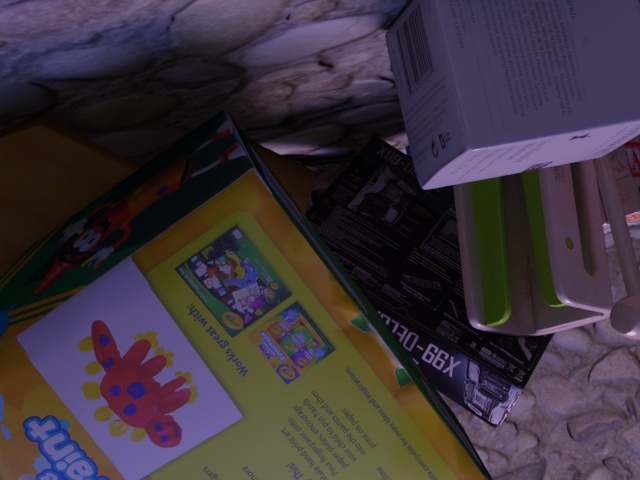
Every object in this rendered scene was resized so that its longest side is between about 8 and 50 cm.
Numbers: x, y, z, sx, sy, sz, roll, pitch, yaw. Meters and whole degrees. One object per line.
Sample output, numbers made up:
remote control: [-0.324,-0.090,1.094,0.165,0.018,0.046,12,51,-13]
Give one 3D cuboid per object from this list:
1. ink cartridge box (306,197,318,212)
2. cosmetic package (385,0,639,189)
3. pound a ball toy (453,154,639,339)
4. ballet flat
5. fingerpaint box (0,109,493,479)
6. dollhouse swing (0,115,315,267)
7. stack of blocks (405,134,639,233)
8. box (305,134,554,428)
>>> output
ink cartridge box: [0.000,0.000,1.834,0.193,0.088,0.234,-6,-164,-15]
cosmetic package: [0.174,-0.145,1.239,0.183,0.152,0.151,-10,172,-13]
pound a ball toy: [0.261,-0.031,1.492,0.208,0.319,0.135,-20,158,41]
ballet flat: [-0.025,-0.064,1.754,0.206,0.067,0.073,-5,169,-37]
fingerpaint box: [-0.105,0.166,1.358,0.371,0.445,0.163,-36,-152,4]
dollhouse swing: [-0.231,0.025,1.499,0.347,0.305,0.315,-57,-174,17]
stack of blocks: [0.259,-0.075,1.739,0.297,0.171,0.087,-19,169,38]
box: [0.126,0.037,1.624,0.242,0.307,0.076,-51,170,-47]
